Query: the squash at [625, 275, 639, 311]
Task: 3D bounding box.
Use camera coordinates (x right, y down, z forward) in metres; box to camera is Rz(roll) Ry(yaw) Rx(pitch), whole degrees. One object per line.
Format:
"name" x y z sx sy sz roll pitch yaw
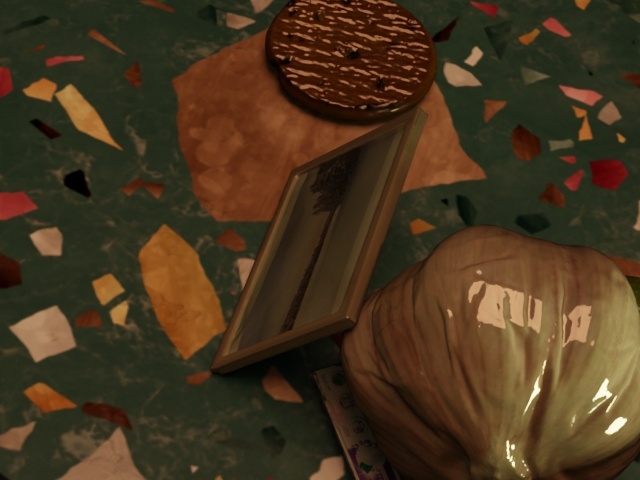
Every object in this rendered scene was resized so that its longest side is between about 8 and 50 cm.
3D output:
"squash" 0.264 0.078 1.715 0.318 0.080 0.071 -6 18 -15

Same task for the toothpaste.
"toothpaste" 0.042 0.213 1.598 0.047 0.040 0.196 -15 58 -15

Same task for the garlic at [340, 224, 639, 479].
"garlic" 0.188 0.136 1.523 0.317 0.317 0.259 15 47 1

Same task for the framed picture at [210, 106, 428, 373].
"framed picture" 0.000 0.000 1.656 0.016 0.213 0.289 41 49 -25

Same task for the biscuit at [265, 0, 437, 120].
"biscuit" 0.039 -0.227 1.913 0.212 0.036 0.212 5 55 -8
